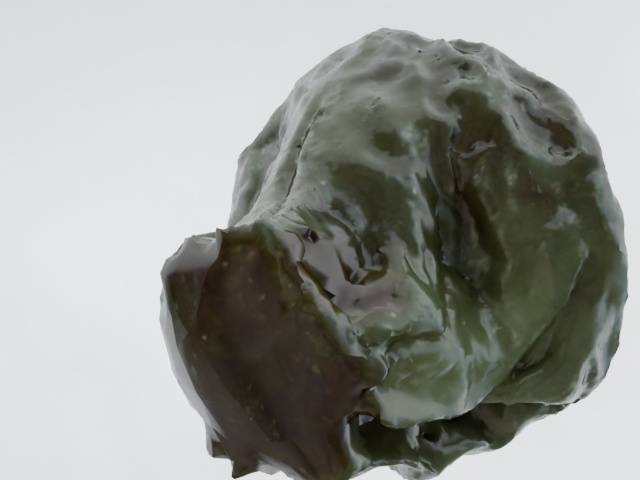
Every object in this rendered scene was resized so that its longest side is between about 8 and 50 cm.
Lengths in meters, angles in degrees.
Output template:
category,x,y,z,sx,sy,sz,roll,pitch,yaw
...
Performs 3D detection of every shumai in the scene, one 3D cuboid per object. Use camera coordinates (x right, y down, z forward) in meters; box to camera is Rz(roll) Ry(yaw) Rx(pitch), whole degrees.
category,x,y,z,sx,sy,sz,roll,pitch,yaw
shumai,0.000,0.000,0.738,0.222,0.260,0.225,4,-75,-32
